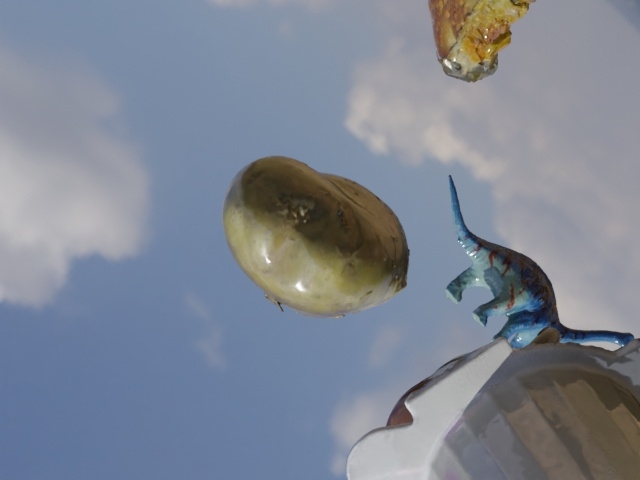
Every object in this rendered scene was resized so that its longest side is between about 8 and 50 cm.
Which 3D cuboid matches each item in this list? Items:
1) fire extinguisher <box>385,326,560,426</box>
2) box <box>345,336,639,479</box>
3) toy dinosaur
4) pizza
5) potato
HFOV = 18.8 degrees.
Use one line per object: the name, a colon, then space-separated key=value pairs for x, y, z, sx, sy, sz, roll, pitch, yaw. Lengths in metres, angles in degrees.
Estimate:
fire extinguisher: x=0.138 y=0.146 z=1.774 sx=0.113 sy=0.200 sz=0.376 roll=24 pitch=-172 yaw=9
box: x=0.187 y=0.224 z=1.520 sx=0.291 sy=0.262 sz=0.206 roll=10 pitch=-159 yaw=-23
toy dinosaur: x=0.239 y=0.078 z=2.418 sx=0.329 sy=0.144 sz=0.076 roll=41 pitch=175 yaw=-5
pizza: x=0.155 y=-0.280 z=1.606 sx=0.086 sy=0.336 sz=0.226 roll=-4 pitch=-157 yaw=-21
potato: x=0.000 y=0.000 z=2.019 sx=0.191 sy=0.141 sz=0.296 roll=37 pitch=-165 yaw=17
